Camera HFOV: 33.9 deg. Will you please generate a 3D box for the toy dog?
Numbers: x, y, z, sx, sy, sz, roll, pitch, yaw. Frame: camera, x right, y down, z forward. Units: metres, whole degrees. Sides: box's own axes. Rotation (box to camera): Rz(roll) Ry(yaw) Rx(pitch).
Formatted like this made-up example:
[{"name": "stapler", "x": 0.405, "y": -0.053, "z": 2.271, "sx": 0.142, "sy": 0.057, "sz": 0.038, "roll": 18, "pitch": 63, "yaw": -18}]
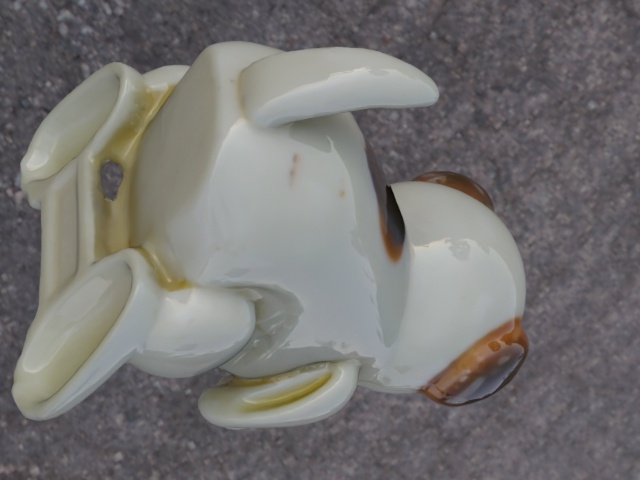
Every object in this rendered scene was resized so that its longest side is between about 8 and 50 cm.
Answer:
[{"name": "toy dog", "x": 0.000, "y": 0.000, "z": 0.889, "sx": 0.407, "sy": 0.285, "sz": 0.395, "roll": 23, "pitch": 125, "yaw": -39}]
